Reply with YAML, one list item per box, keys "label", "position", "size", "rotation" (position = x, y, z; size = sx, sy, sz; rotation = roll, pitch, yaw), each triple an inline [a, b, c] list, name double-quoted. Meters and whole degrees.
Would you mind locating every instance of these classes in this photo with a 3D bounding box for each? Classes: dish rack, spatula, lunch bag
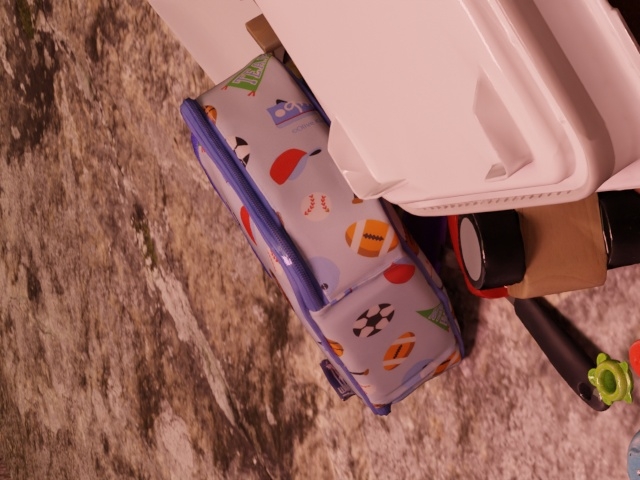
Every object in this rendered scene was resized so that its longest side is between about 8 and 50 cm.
- label: "dish rack"
  position: [0.020, -0.145, 0.728]
  size: [0.333, 0.072, 0.285]
  rotation: [58, 163, -10]
- label: "spatula"
  position: [0.138, 0.036, 1.093]
  size: [0.296, 0.030, 0.084]
  rotation: [46, 143, 43]
- label: "lunch bag"
  position: [0.000, 0.000, 1.138]
  size: [0.243, 0.115, 0.303]
  rotation: [53, 174, 34]

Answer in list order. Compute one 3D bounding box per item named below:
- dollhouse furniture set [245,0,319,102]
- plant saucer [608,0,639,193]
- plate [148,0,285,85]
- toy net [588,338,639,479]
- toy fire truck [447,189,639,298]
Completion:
- label: "dollhouse furniture set"
  position: [0.019, -0.179, 1.140]
  size: [0.129, 0.129, 0.183]
  rotation: [54, 171, 33]
- label: "plant saucer"
  position: [0.222, -0.104, 0.803]
  size: [0.199, 0.036, 0.198]
  rotation: [14, 110, 41]
- label: "plate"
  position: [-0.092, -0.290, 1.341]
  size: [0.277, 0.045, 0.278]
  rotation: [51, 144, 37]
- label: "toy net"
  position: [0.267, 0.112, 0.885]
  size: [0.232, 0.045, 0.122]
  rotation: [-25, 78, 60]
- label: "toy fire truck"
  position: [0.109, -0.069, 1.002]
  size: [0.246, 0.159, 0.217]
  rotation: [-177, 77, -81]
